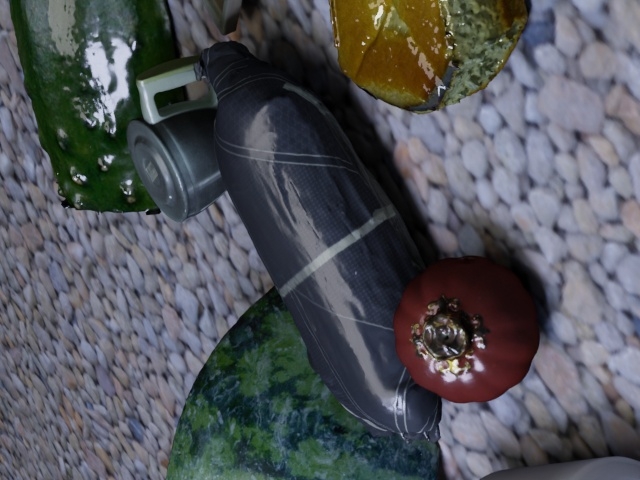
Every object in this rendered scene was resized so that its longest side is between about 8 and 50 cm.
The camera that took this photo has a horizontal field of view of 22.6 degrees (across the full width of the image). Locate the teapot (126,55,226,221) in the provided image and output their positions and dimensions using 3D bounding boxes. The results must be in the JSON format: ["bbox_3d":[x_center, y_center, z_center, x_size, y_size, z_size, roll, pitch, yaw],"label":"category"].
[{"bbox_3d":[-0.099,-0.082,1.292,0.092,0.091,0.124,51,155,22],"label":"teapot"}]

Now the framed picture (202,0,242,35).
[{"bbox_3d":[-0.116,-0.293,1.178,0.250,0.016,0.184,60,162,16],"label":"framed picture"}]

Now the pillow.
[{"bbox_3d":[0.000,0.000,1.187,0.335,0.092,0.161,63,160,3],"label":"pillow"}]

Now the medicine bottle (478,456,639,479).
[{"bbox_3d":[0.153,0.203,1.085,0.103,0.102,0.186,64,151,-1],"label":"medicine bottle"}]

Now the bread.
[{"bbox_3d":[0.064,-0.148,0.981,0.128,0.069,0.140,17,125,54],"label":"bread"}]

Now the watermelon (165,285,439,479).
[{"bbox_3d":[0.002,0.205,1.314,0.260,0.176,0.256,41,106,38],"label":"watermelon"}]

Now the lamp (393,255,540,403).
[{"bbox_3d":[0.097,0.060,1.074,0.101,0.090,0.101,0,91,27],"label":"lamp"}]

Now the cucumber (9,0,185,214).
[{"bbox_3d":[-0.198,-0.170,1.380,0.145,0.105,0.325,33,137,45],"label":"cucumber"}]
